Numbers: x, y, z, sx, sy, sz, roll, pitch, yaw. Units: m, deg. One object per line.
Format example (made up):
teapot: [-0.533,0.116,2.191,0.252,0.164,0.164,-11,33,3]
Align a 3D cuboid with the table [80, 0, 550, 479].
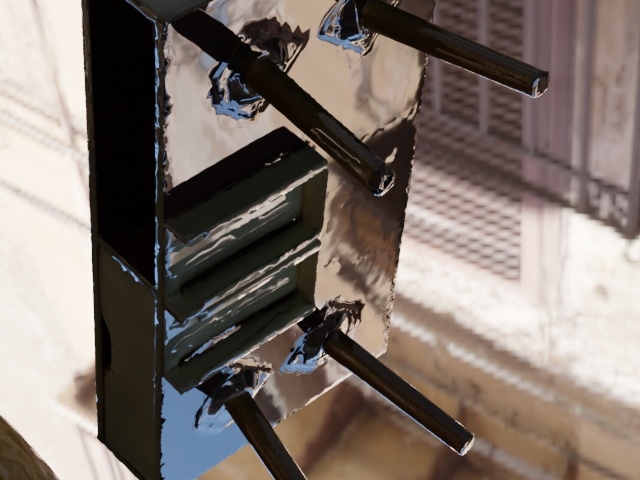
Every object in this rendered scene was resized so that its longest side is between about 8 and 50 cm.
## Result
table: [0.000,0.000,0.625,0.121,0.240,0.111,-32,-123,-29]

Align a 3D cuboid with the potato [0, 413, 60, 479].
potato: [-0.241,0.228,0.778,0.296,0.397,0.290,55,-149,14]
